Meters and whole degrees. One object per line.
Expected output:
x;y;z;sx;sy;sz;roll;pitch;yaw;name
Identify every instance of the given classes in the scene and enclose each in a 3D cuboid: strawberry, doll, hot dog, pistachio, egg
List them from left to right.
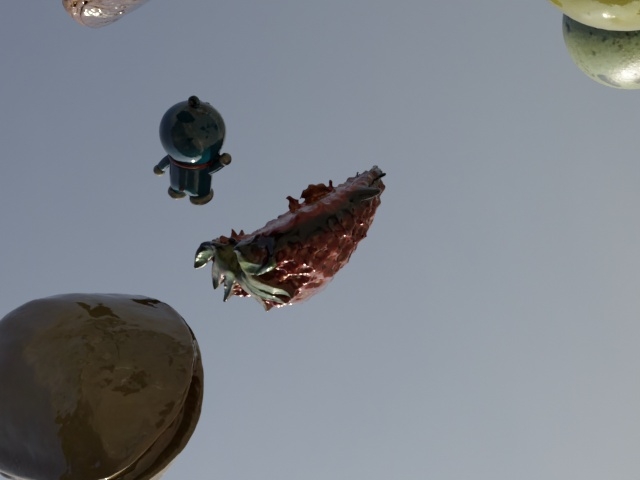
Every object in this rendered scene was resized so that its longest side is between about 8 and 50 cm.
-0.196;0.134;1.089;0.212;0.260;0.163;-54;-47;-21;pistachio
-0.227;-0.328;1.439;0.099;0.227;0.160;40;-122;-28;hot dog
-0.168;-0.122;1.601;0.085;0.114;0.152;-55;-26;-53;doll
0.000;0.000;1.696;0.306;0.233;0.137;-27;-81;-34;strawberry
0.413;-0.284;1.570;0.177;0.228;0.177;-1;-87;-23;egg

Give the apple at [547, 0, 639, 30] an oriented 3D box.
0.265;-0.272;1.051;0.200;0.200;0.200;24;-122;-47;apple
